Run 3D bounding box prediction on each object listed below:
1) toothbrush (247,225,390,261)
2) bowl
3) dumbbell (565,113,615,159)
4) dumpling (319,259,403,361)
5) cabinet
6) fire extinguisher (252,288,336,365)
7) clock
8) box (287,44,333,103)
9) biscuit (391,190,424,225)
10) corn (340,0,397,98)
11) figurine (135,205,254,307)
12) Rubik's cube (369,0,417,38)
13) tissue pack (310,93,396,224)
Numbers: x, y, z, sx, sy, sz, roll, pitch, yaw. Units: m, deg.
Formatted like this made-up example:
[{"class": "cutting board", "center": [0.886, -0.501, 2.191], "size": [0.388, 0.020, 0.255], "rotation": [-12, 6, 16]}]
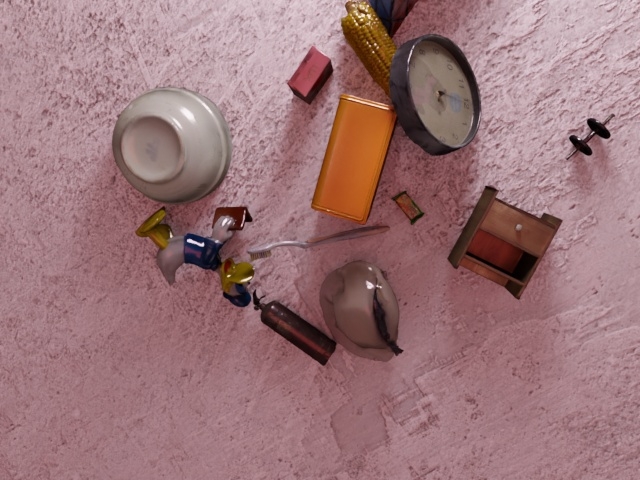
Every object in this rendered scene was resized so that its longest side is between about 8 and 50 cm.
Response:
[{"class": "toothbrush", "center": [0.000, 0.000, 1.433], "size": [0.374, 0.028, 0.037], "rotation": [-12, 114, -9]}, {"class": "bowl", "center": [-0.392, -0.237, 1.425], "size": [0.306, 0.163, 0.308], "rotation": [2, 102, 8]}, {"class": "dumbbell", "center": [0.649, -0.249, 1.353], "size": [0.069, 0.069, 0.147], "rotation": [44, 100, -2]}, {"class": "dumpling", "center": [0.102, 0.195, 1.438], "size": [0.204, 0.163, 0.293], "rotation": [-10, 109, 3]}, {"class": "cabinet", "center": [0.445, 0.000, 1.373], "size": [0.174, 0.148, 0.215], "rotation": [26, 100, 1]}, {"class": "fire extinguisher", "center": [-0.077, 0.225, 1.496], "size": [0.267, 0.072, 0.089], "rotation": [36, 143, 0]}, {"class": "clock", "center": [0.272, -0.336, 1.293], "size": [0.055, 0.280, 0.281], "rotation": [-11, 100, 50]}, {"class": "box", "center": [-0.023, -0.395, 1.358], "size": [0.060, 0.156, 0.111], "rotation": [37, 98, 1]}, {"class": "biscuit", "center": [0.227, -0.087, 1.449], "size": [0.046, 0.016, 0.089], "rotation": [-38, 93, 10]}, {"class": "corn", "center": [0.135, -0.462, 1.363], "size": [0.097, 0.097, 0.262], "rotation": [-31, 98, 10]}, {"class": "figurine", "center": [-0.278, 0.028, 1.473], "size": [0.283, 0.204, 0.338], "rotation": [-35, 106, 3]}, {"class": "Rubik's cube", "center": [0.137, -0.606, 1.359], "size": [0.178, 0.211, 0.191], "rotation": [37, 127, 21]}, {"class": "tissue pack", "center": [0.087, -0.196, 1.362], "size": [0.145, 0.194, 0.275], "rotation": [18, 100, 7]}]
